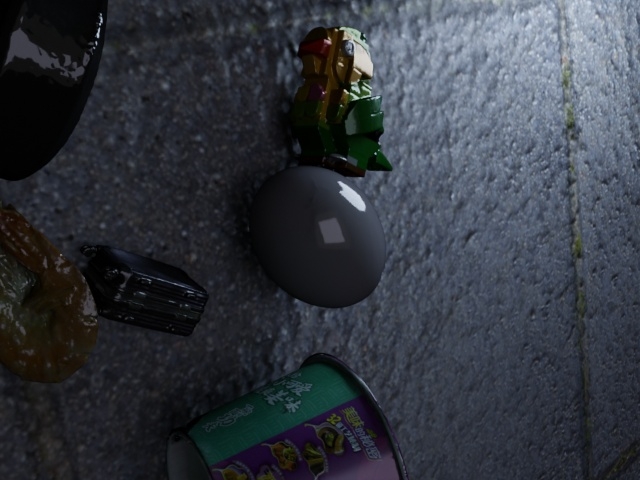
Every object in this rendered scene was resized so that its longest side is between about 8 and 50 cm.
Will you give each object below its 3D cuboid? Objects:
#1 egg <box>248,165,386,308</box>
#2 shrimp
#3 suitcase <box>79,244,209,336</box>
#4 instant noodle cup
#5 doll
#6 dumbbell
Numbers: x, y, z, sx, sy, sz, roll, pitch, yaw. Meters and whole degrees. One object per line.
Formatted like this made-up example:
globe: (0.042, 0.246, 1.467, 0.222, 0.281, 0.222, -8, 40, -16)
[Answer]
egg: (0.000, 0.000, 0.855, 0.146, 0.146, 0.199, -53, 132, -22)
shrimp: (-0.270, 0.028, 0.660, 0.115, 0.051, 0.217, -18, 101, 5)
suitcase: (-0.182, 0.052, 0.746, 0.126, 0.086, 0.059, 22, 97, -40)
instant noodle cup: (-0.049, 0.269, 0.804, 0.190, 0.251, 0.251, -13, 105, -29)
doll: (0.024, -0.161, 0.879, 0.134, 0.106, 0.186, -22, 110, -43)
dumbbell: (-0.335, -0.176, 0.501, 0.322, 0.203, 0.204, 16, 86, -41)
